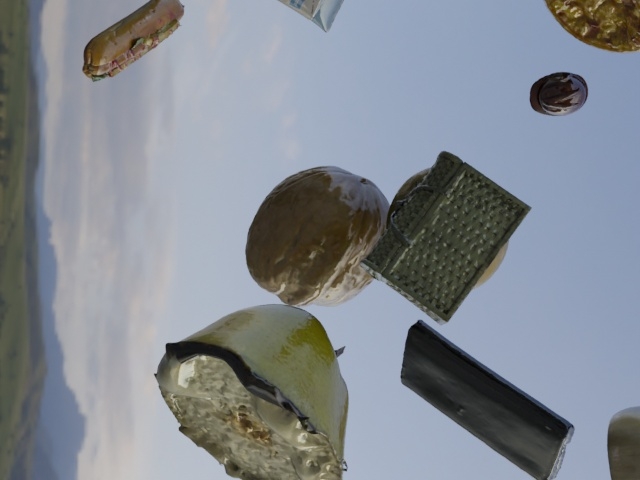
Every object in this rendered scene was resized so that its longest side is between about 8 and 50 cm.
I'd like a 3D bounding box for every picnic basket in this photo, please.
[{"bbox_3d":[0.165,-0.004,1.308,0.196,0.154,0.134,-53,174,-1],"label":"picnic basket"}]

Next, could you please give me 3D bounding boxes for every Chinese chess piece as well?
[{"bbox_3d":[0.636,0.445,1.830,0.103,0.250,0.249,-14,-109,29],"label":"Chinese chess piece"}]

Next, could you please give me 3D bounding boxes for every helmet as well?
[{"bbox_3d":[0.456,-0.269,1.801,0.057,0.111,0.089,-75,154,-60],"label":"helmet"}]

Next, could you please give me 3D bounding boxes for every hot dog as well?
[{"bbox_3d":[-0.337,-0.378,1.760,0.076,0.250,0.104,44,-34,6],"label":"hot dog"}]

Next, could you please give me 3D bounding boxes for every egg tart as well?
[{"bbox_3d":[0.453,-0.401,1.450,0.147,0.202,0.202,-54,-165,-17],"label":"egg tart"}]

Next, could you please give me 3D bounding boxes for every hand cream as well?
[{"bbox_3d":[-0.054,-0.298,1.058,0.065,0.171,0.043,-61,-169,28],"label":"hand cream"}]

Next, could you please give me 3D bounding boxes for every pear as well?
[{"bbox_3d":[-0.054,0.160,1.094,0.178,0.267,0.267,-58,-179,-37],"label":"pear"}]

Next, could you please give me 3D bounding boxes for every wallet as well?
[{"bbox_3d":[0.351,0.350,2.054,0.406,0.062,0.228,33,-37,26],"label":"wallet"}]

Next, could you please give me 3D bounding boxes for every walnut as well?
[{"bbox_3d":[0.000,-0.001,1.939,0.252,0.277,0.313,46,-64,36],"label":"walnut"}]

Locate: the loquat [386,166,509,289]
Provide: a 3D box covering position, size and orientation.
[{"bbox_3d":[0.234,-0.024,1.765,0.244,0.244,0.243,-178,-90,-69],"label":"loquat"}]
